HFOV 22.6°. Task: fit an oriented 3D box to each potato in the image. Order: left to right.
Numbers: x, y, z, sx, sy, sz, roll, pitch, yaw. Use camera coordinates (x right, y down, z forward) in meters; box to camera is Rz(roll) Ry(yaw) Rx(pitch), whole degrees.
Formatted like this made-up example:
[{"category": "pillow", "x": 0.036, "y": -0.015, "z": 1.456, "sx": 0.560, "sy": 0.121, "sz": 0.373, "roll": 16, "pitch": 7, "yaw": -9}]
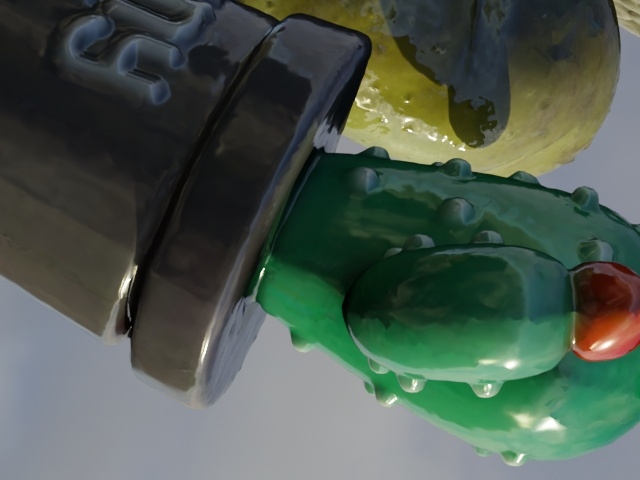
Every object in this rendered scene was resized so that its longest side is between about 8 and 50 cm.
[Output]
[{"category": "potato", "x": 0.059, "y": -0.124, "z": 0.890, "sx": 0.143, "sy": 0.248, "sz": 0.169, "roll": -13, "pitch": -117, "yaw": 56}]

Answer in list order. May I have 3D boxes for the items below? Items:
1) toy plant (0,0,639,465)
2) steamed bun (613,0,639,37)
[{"category": "toy plant", "x": 0.001, "y": -0.002, "z": 0.706, "sx": 0.185, "sy": 0.400, "sz": 0.279, "roll": -63, "pitch": 178, "yaw": -14}, {"category": "steamed bun", "x": 0.347, "y": -0.332, "z": 1.364, "sx": 0.342, "sy": 0.368, "sz": 0.255, "roll": 32, "pitch": -102, "yaw": 31}]
